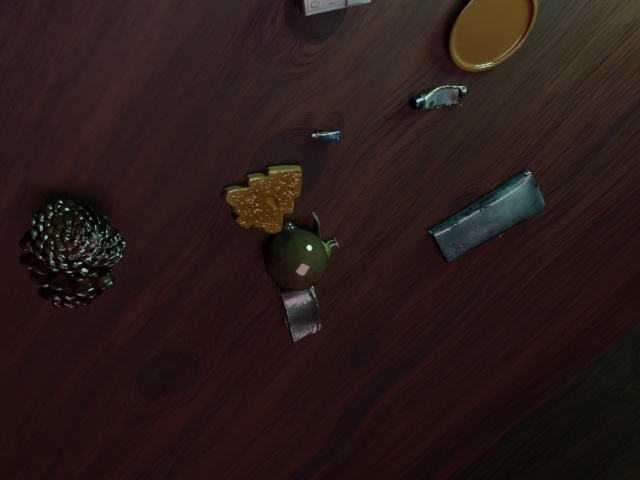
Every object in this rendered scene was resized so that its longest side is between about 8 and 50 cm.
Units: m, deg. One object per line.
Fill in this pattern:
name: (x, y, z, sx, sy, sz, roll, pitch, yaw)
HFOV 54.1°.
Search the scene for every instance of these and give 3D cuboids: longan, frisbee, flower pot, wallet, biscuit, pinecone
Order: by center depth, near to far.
pinecone: (-0.610, 0.051, 1.527, 0.246, 0.246, 0.292, 4, 140, -27)
frisbee: (0.435, -0.540, 1.591, 0.250, 0.021, 0.251, -17, 143, -13)
biscuit: (-0.142, -0.123, 1.710, 0.238, 0.041, 0.212, -41, 127, 14)
longan: (-0.075, 0.045, 1.811, 0.184, 0.159, 0.205, -15, 97, 5)
flower pot: (-0.065, 0.217, 1.995, 0.108, 0.103, 0.229, -19, 133, -9)
wallet: (0.548, -0.070, 2.054, 0.378, 0.046, 0.191, -32, 133, 6)

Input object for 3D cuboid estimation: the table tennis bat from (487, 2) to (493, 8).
table tennis bat: (0.319, -0.649, 1.469, 0.173, 0.022, 0.301, -43, 131, 17)

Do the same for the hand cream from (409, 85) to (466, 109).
hand cream: (0.317, -0.382, 1.693, 0.163, 0.039, 0.062, -13, 131, -21)

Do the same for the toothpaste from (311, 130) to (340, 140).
toothpaste: (0.014, -0.277, 1.659, 0.083, 0.019, 0.027, -2, 106, -23)

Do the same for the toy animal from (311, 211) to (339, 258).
toy animal: (0.016, -0.003, 1.886, 0.074, 0.041, 0.217, -13, 128, -11)

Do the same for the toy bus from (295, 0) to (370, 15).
toy bus: (0.031, -0.545, 1.397, 0.171, 0.072, 0.058, -16, 129, -11)
